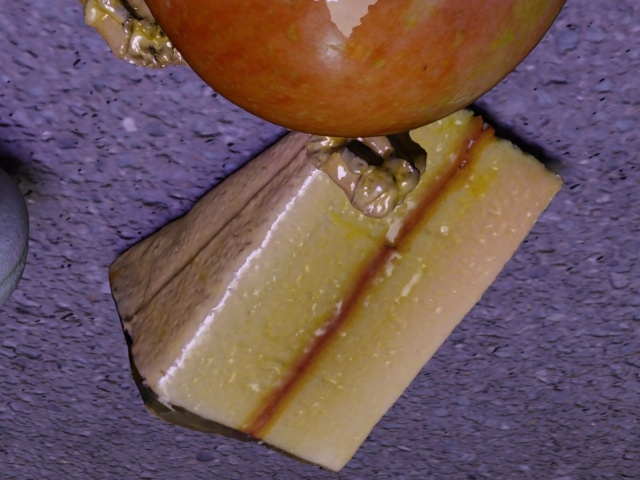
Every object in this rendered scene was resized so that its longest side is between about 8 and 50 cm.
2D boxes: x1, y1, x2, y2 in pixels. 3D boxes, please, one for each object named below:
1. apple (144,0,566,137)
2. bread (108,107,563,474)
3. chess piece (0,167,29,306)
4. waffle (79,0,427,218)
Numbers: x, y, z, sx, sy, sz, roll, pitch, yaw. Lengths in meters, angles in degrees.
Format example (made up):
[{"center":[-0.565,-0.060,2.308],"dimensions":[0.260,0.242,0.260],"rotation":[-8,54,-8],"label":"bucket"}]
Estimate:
[{"center":[0.009,-0.138,0.538],"dimensions":[0.195,0.196,0.196],"rotation":[3,145,2],"label":"apple"},{"center":[0.003,-0.002,0.860],"dimensions":[0.167,0.163,0.264],"rotation":[30,107,-30],"label":"bread"},{"center":[-0.239,-0.078,0.720],"dimensions":[0.139,0.139,0.272],"rotation":[4,135,0],"label":"chess piece"},{"center":[-0.031,-0.089,0.656],"dimensions":[0.194,0.149,0.051],"rotation":[28,108,-25],"label":"waffle"}]
